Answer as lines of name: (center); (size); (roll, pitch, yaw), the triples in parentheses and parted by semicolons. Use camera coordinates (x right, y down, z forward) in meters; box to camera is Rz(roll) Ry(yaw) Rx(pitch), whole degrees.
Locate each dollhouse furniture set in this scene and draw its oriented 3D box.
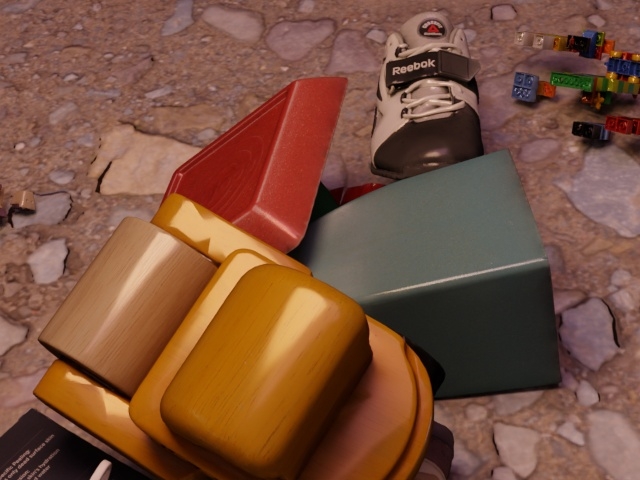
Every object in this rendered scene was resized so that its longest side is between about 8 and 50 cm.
dollhouse furniture set: (-0.395, -0.020, 1.501); (0.114, 0.091, 0.081); (-2, 80, 39)

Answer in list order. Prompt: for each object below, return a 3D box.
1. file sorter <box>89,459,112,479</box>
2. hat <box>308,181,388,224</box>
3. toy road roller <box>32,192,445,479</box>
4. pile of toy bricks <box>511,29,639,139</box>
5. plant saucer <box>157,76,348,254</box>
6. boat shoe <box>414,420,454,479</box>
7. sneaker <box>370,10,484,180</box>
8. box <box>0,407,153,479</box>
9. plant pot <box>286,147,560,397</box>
file sorter: (-0.079, 0.303, 0.917); (0.277, 0.173, 0.193); (24, 46, 3)
hat: (0.000, 0.000, 1.413); (0.208, 0.183, 0.173); (-44, 26, 22)
toy road roller: (-0.068, 0.092, 1.019); (0.329, 0.240, 0.202); (29, 75, 15)
pile of toy bricks: (0.323, -0.180, 1.528); (0.105, 0.118, 0.212); (-2, 16, -37)
plant saucer: (-0.096, -0.040, 1.338); (0.258, 0.047, 0.259); (-33, 29, 36)
boat shoe: (-0.019, 0.169, 1.178); (0.285, 0.103, 0.092); (13, 41, 16)
sneaker: (0.108, -0.161, 1.408); (0.122, 0.146, 0.330); (-4, 22, 2)
box: (-0.235, 0.249, 1.118); (0.158, 0.093, 0.156); (25, 51, 29)
plant pot: (0.089, 0.048, 1.253); (0.234, 0.165, 0.166); (-13, 42, 2)
